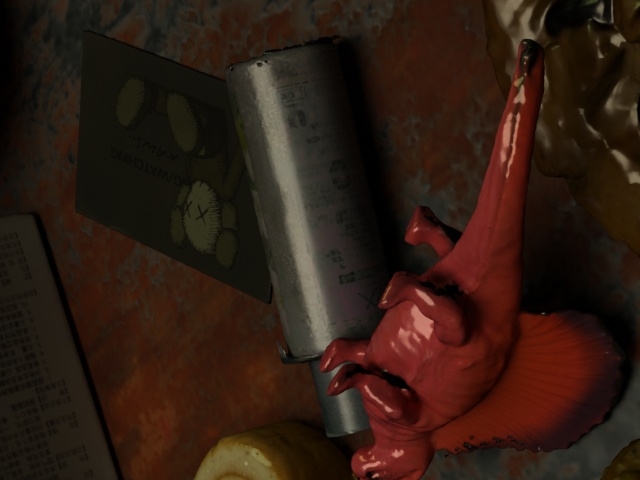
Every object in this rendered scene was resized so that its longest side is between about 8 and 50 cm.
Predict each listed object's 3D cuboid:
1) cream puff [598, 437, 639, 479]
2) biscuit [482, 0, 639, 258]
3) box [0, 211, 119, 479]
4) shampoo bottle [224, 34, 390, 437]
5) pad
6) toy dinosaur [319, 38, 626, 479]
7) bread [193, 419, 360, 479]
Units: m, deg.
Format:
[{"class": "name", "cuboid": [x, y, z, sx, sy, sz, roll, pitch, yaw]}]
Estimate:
[{"class": "cream puff", "cuboid": [0.204, 0.188, 0.668, 0.244, 0.196, 0.244, -174, 90, -69]}, {"class": "biscuit", "cuboid": [0.184, -0.106, 0.665, 0.296, 0.075, 0.296, 16, 114, 41]}, {"class": "box", "cuboid": [-0.253, 0.149, 1.070, 0.106, 0.200, 0.299, -19, 88, 46]}, {"class": "shampoo bottle", "cuboid": [0.000, 0.000, 0.878, 0.072, 0.072, 0.214, -9, 95, 45]}, {"class": "pad", "cuboid": [-0.092, -0.049, 0.999, 0.190, 0.004, 0.127, 24, 117, 39]}, {"class": "toy dinosaur", "cuboid": [0.094, 0.040, 0.765, 0.139, 0.070, 0.286, 24, 131, -5]}, {"class": "bread", "cuboid": [-0.028, 0.181, 0.957, 0.122, 0.073, 0.149, 42, 125, 35]}]
